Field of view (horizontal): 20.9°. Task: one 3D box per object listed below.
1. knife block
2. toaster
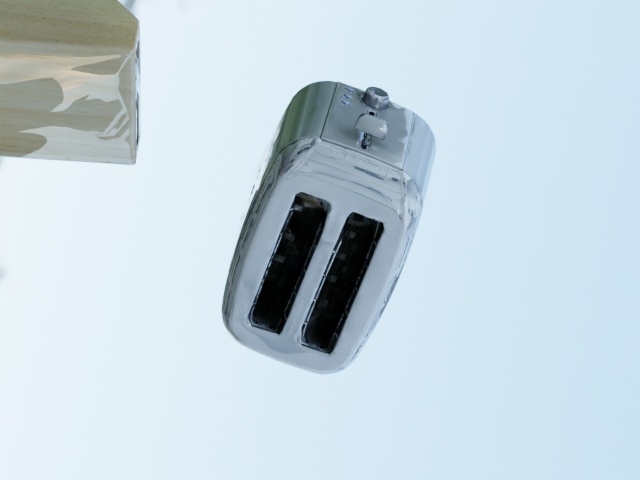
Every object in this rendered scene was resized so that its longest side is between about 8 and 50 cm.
[{"bbox_3d":[-0.263,-0.100,0.929,0.242,0.276,0.088,-34,149,-29],"label":"knife block"},{"bbox_3d":[0.000,0.000,1.292,0.146,0.129,0.227,-75,-172,-69],"label":"toaster"}]
